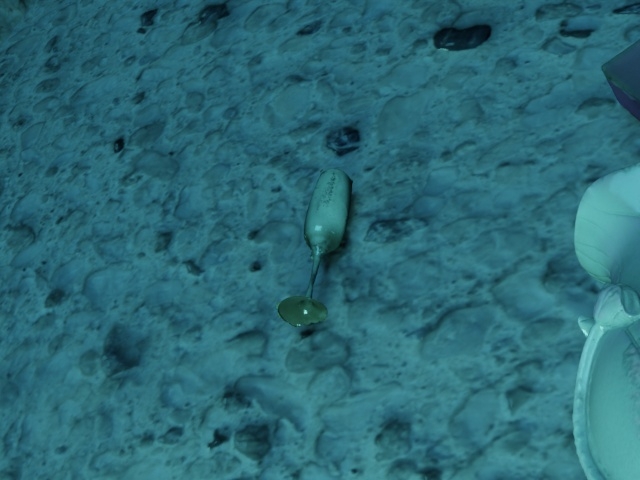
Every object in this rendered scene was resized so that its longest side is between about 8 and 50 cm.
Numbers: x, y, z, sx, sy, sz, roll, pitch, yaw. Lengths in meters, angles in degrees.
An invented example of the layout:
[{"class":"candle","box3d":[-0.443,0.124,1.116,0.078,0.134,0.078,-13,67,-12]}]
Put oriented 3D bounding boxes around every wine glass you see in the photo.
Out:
[{"class":"wine glass","box3d":[0.000,0.000,1.647,0.074,0.074,0.262,-13,43,29]}]

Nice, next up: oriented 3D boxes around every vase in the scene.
[{"class":"vase","box3d":[0.357,0.108,1.113,0.249,0.250,0.445,-22,33,19]}]

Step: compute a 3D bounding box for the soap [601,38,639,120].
[{"class":"soap","box3d":[0.508,-0.231,1.470,0.259,0.081,0.181,-36,36,3]}]
